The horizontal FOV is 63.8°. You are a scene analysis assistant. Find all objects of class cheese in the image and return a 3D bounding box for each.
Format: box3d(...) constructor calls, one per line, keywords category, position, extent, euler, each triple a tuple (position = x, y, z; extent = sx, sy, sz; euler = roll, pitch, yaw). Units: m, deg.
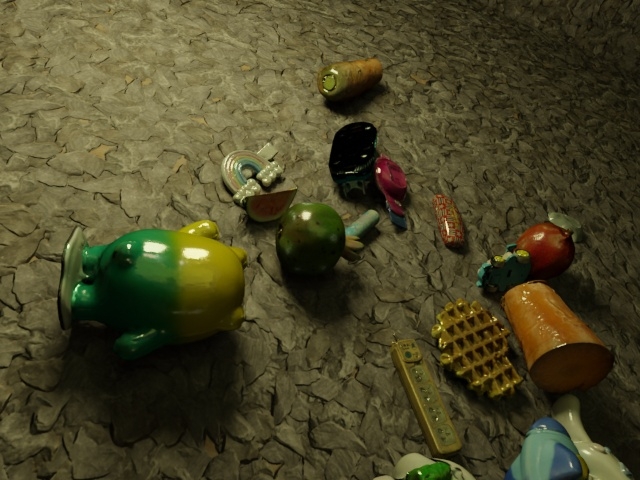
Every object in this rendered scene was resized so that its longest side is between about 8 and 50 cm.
box3d(category="cheese", position=(0.212, -0.149, 1.526), extent=(0.155, 0.062, 0.244), euler=(17, 56, -42))

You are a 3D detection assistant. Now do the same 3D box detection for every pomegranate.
box3d(category="pomegranate", position=(0.001, 0.001, 1.254), extent=(0.225, 0.187, 0.187), euler=(11, 48, -30))

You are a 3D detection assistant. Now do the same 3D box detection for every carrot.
box3d(category="carrot", position=(0.104, -0.556, 1.781), extent=(0.139, 0.138, 0.302), euler=(45, 43, 16))
box3d(category="carrot", position=(0.574, 0.222, 1.274), extent=(0.196, 0.196, 0.254), euler=(13, 37, -13))

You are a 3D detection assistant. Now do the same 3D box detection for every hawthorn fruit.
box3d(category="hawthorn fruit", position=(0.654, 0.022, 1.498), extent=(0.169, 0.188, 0.169), euler=(14, 41, -13))

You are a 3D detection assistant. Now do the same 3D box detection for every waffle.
box3d(category="waffle", position=(0.396, 0.263, 1.281), extent=(0.249, 0.056, 0.253), euler=(32, 46, 4))

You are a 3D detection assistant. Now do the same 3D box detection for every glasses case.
box3d(category="glasses case", position=(0.390, -0.064, 1.549), extent=(0.073, 0.049, 0.194), euler=(8, 50, -17))

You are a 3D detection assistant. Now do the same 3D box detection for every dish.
box3d(category="dish", position=(0.839, -0.057, 1.740), extent=(0.137, 0.039, 0.091), euler=(41, 49, 10))

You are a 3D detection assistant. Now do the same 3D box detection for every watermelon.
box3d(category="watermelon", position=(-0.146, -0.101, 1.340), extent=(0.163, 0.087, 0.069), euler=(-13, 39, -41))

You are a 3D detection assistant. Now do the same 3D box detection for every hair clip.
box3d(category="hair clip", position=(-0.194, -0.193, 1.413), extent=(0.140, 0.054, 0.220), euler=(44, 52, -2))

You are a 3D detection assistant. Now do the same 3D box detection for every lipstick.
box3d(category="lipstick", position=(0.102, -0.030, 1.400), extent=(0.048, 0.048, 0.158), euler=(41, 49, 12))

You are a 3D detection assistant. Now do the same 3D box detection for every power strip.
box3d(category="power strip", position=(0.229, 0.342, 1.152), extent=(0.064, 0.044, 0.305), euler=(-4, 54, -25))

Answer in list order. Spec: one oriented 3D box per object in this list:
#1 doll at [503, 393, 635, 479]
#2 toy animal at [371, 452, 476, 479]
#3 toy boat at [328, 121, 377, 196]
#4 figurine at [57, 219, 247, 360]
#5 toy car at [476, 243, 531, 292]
box3d(category="doll", position=(0.533, 0.499, 1.054), extent=(0.366, 0.187, 0.376), euler=(5, 22, -32))
box3d(category="toy animal", position=(0.176, 0.486, 0.900), extent=(0.267, 0.212, 0.212), euler=(-18, 61, -29))
box3d(category="toy boat", position=(0.107, -0.252, 1.565), extent=(0.134, 0.092, 0.299), euler=(-5, 39, 16))
box3d(category="figurine", position=(-0.312, 0.083, 1.014), extent=(0.340, 0.231, 0.323), euler=(3, 53, -14))
box3d(category="toy car", position=(0.501, 0.077, 1.450), extent=(0.162, 0.126, 0.098), euler=(-6, 32, -15))
